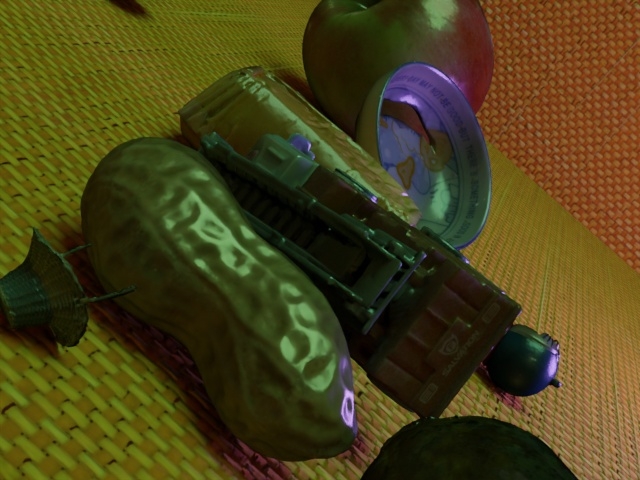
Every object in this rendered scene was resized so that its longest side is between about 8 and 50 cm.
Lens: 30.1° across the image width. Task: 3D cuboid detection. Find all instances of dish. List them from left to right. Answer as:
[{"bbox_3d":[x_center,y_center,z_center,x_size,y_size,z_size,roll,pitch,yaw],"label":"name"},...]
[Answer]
[{"bbox_3d":[0.117,-0.109,1.708,0.273,0.133,0.274,17,67,-47],"label":"dish"}]

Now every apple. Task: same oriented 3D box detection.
[{"bbox_3d":[0.134,-0.297,1.956,0.277,0.319,0.319,54,6,-34],"label":"apple"}]

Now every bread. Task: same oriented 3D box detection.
[{"bbox_3d":[-0.021,-0.073,1.315,0.288,0.119,0.152,42,12,1],"label":"bread"}]

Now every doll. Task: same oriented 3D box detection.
[{"bbox_3d":[0.220,0.129,1.409,0.152,0.085,0.114,34,-6,16],"label":"doll"}]

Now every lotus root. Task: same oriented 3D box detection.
[{"bbox_3d":[0.121,0.225,0.778,0.160,0.152,0.275,18,25,-36],"label":"lotus root"}]

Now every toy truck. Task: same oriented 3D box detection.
[{"bbox_3d":[0.000,0.000,1.032,0.184,0.133,0.338,37,1,-41],"label":"toy truck"}]

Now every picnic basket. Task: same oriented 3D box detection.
[{"bbox_3d":[-0.169,0.027,0.772,0.083,0.083,0.065,-22,35,-24],"label":"picnic basket"}]

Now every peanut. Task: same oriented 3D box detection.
[{"bbox_3d":[-0.077,0.041,0.876,0.136,0.120,0.298,-20,60,-46],"label":"peanut"}]
